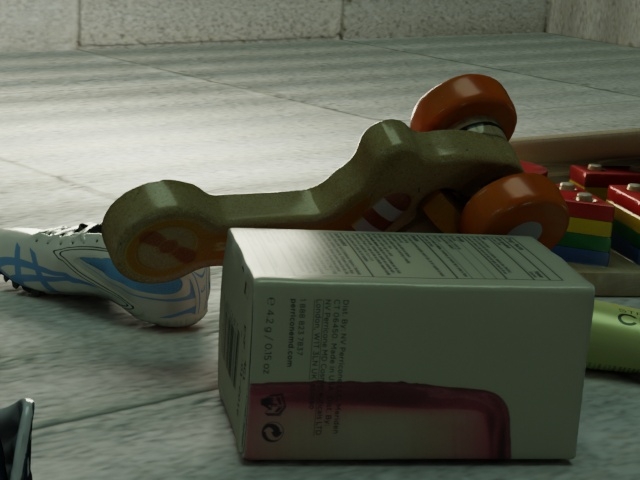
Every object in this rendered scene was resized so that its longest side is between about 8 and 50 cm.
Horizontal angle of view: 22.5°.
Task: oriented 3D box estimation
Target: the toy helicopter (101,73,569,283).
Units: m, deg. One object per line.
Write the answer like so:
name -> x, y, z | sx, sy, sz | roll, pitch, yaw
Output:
toy helicopter -> 0.000, 0.000, 1.247 | 0.355, 0.235, 0.140 | -2, 49, -26

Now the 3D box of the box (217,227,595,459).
box -> 0.052, 0.070, 1.113 | 0.232, 0.127, 0.148 | 2, 14, -10

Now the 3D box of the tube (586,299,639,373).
tube -> 0.251, 0.079, 1.289 | 0.240, 0.062, 0.070 | 9, 52, 3

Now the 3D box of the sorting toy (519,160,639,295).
sorting toy -> 0.260, -0.022, 1.626 | 0.255, 0.089, 0.257 | 1, 14, -14

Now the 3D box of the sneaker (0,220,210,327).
sneaker -> -0.189, 0.011, 1.371 | 0.237, 0.086, 0.085 | 11, 17, 33

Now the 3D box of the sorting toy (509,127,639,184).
sorting toy -> 0.356, -0.093, 1.775 | 0.307, 0.041, 0.229 | -3, -11, 26

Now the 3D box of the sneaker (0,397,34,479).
sneaker -> -0.134, 0.157, 0.644 | 0.099, 0.153, 0.282 | -5, 16, -31
